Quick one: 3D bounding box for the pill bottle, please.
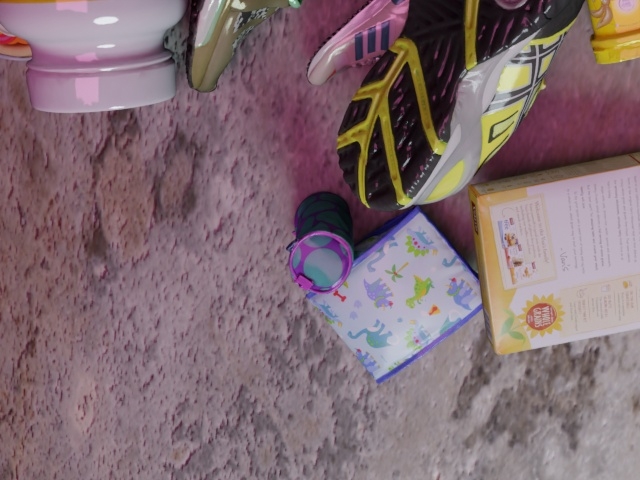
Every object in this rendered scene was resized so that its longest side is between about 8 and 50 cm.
[{"bbox_3d":[-0.219,-0.296,1.020,0.187,0.188,0.334,0,108,13],"label":"pill bottle"}]

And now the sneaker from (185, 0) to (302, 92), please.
[{"bbox_3d":[0.010,-0.282,1.019,0.182,0.158,0.410,27,121,-18],"label":"sneaker"}]

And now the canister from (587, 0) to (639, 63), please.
[{"bbox_3d":[0.293,-0.258,0.989,0.126,0.073,0.170,-11,107,18],"label":"canister"}]

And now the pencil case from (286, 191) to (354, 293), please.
[{"bbox_3d":[0.000,0.000,1.114,0.070,0.152,0.064,-40,102,13],"label":"pencil case"}]

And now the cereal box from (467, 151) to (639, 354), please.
[{"bbox_3d":[0.274,0.008,1.078,0.240,0.047,0.173,-10,110,-2],"label":"cereal box"}]

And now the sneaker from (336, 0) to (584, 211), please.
[{"bbox_3d":[0.156,-0.194,1.004,0.145,0.147,0.385,52,125,24],"label":"sneaker"}]

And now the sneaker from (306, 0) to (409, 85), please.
[{"bbox_3d":[0.059,-0.192,1.077,0.161,0.057,0.075,-40,93,20],"label":"sneaker"}]

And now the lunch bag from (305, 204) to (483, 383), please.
[{"bbox_3d":[0.084,0.051,1.144,0.151,0.096,0.129,-37,99,27],"label":"lunch bag"}]

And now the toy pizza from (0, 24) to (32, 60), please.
[{"bbox_3d":[-0.329,-0.286,1.144,0.201,0.032,0.201,4,112,11],"label":"toy pizza"}]
